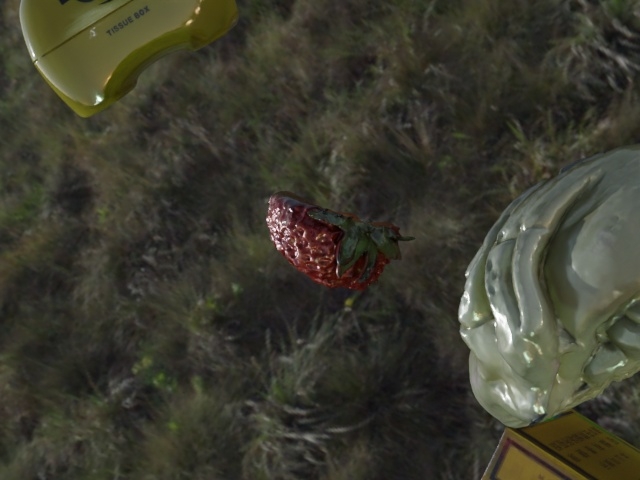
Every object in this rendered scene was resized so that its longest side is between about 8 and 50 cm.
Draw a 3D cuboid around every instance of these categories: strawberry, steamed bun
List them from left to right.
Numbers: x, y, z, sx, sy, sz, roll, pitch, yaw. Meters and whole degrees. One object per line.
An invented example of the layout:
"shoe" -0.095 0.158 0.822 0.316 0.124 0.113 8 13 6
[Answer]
"strawberry" -0.014 -0.004 1.134 0.228 0.174 0.098 20 95 39
"steamed bun" 0.254 0.028 0.810 0.320 0.275 0.206 -33 71 25

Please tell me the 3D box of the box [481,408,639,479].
"box" 0.363 0.314 1.006 0.301 0.192 0.084 31 108 35

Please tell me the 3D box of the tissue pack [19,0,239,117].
"tissue pack" -0.169 -0.202 0.762 0.178 0.127 0.123 -31 14 1
